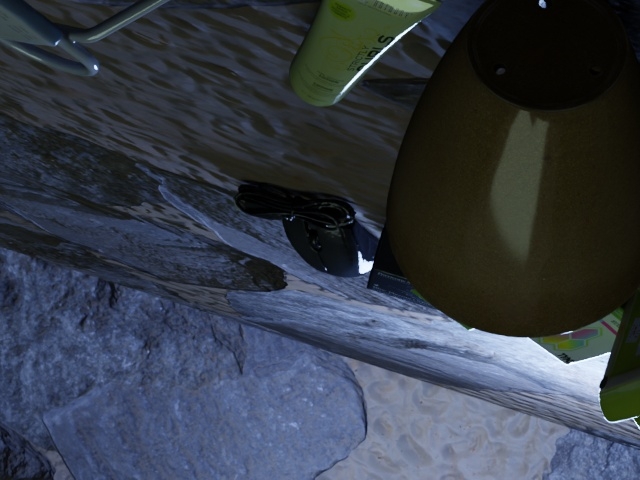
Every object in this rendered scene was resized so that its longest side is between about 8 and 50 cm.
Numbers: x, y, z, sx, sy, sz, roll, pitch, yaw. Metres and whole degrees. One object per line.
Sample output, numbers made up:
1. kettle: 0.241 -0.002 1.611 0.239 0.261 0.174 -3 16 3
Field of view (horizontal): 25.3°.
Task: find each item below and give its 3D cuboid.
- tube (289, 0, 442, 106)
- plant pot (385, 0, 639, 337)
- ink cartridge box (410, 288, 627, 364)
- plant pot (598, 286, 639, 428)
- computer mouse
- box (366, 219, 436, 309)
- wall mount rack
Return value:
1. tube: 0.025 -0.178 1.232 0.070 0.062 0.240 -22 174 -18
2. plant pot: 0.171 -0.083 1.134 0.237 0.237 0.254 15 153 11
3. ink cartridge box: 0.274 0.094 1.823 0.255 0.097 0.189 -19 152 25
4. plant pot: 0.463 0.137 1.638 0.207 0.228 0.227 27 158 -9
5. computer mouse: 0.000 0.000 2.087 0.189 0.072 0.272 10 167 27
6. box: 0.152 0.034 1.977 0.156 0.093 0.158 17 168 2
7. wall mount rack: -0.244 -0.248 1.138 0.304 0.130 0.350 14 169 32
